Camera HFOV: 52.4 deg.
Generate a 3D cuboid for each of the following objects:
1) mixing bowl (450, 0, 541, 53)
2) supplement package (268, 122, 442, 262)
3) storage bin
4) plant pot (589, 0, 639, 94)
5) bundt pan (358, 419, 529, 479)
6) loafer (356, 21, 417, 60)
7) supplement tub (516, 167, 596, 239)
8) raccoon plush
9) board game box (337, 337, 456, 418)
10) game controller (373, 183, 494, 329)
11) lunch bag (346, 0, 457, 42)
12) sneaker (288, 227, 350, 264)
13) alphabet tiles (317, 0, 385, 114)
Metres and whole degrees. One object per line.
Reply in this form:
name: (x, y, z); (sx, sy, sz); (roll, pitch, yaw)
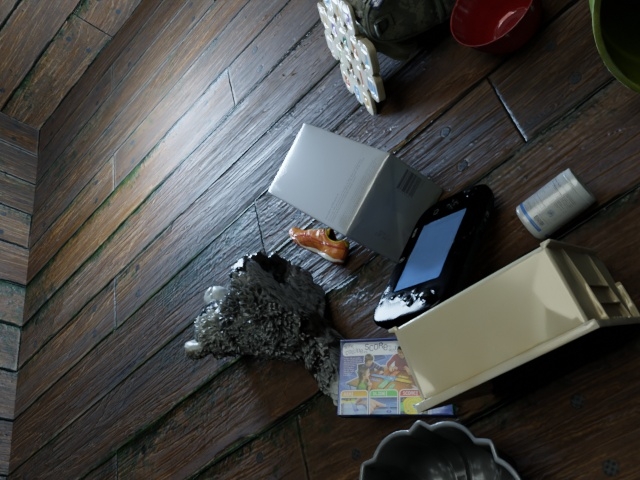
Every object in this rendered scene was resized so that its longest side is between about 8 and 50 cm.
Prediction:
mixing bowl: (0.353, -0.429, 1.249); (0.181, 0.098, 0.181); (-24, 54, 38)
supplement package: (0.063, -0.102, 1.327); (0.293, 0.177, 0.175); (30, 94, 49)
storage bin: (0.279, 0.123, 0.920); (0.262, 0.260, 0.123); (-36, 64, 30)
plant pot: (0.531, -0.447, 0.911); (0.366, 0.366, 0.353); (-32, 37, 32)
bundt pan: (0.193, 0.436, 0.944); (0.331, 0.124, 0.331); (-24, 54, 38)
loafer: (0.128, -0.476, 1.525); (0.268, 0.102, 0.092); (49, 141, 41)
supplement tub: (0.378, -0.057, 1.047); (0.107, 0.071, 0.071); (-41, 45, 24)
raccoon plush: (-0.127, 0.236, 1.349); (0.299, 0.216, 0.446); (-54, 40, 23)
board game box: (0.131, 0.237, 1.126); (0.201, 0.035, 0.136); (-5, 64, 20)
game controller: (0.197, 0.024, 1.115); (0.166, 0.067, 0.319); (-15, 32, 41)
lunch bag: (0.149, -0.570, 1.405); (0.256, 0.212, 0.305); (-35, 44, 1)
sneaker: (0.000, 0.000, 1.435); (0.175, 0.064, 0.067); (23, 90, 39)
alphabet tiles: (0.067, -0.426, 1.449); (0.021, 0.278, 0.284); (-26, 45, -6)
